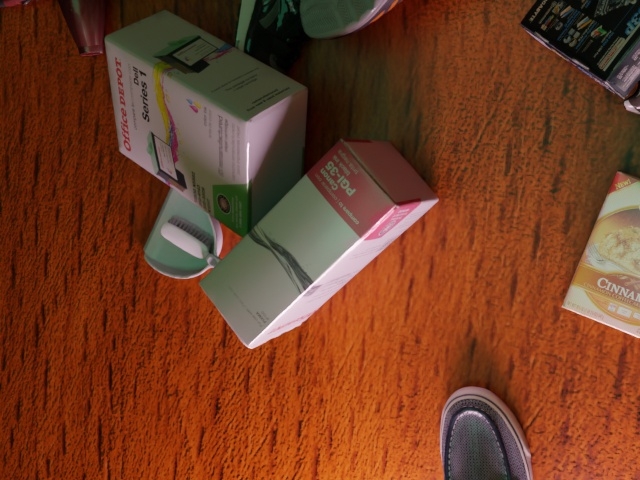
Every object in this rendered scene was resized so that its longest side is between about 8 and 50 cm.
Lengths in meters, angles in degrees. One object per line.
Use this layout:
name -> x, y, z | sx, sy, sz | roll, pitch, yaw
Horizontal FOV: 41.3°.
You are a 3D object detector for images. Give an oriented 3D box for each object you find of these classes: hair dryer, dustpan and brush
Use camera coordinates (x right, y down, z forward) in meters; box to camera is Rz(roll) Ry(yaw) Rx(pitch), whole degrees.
hair dryer -> -0.427, -0.408, 1.350 | 0.293, 0.080, 0.223 | 50, 126, 15
dustpan and brush -> -0.180, 0.014, 1.297 | 0.211, 0.060, 0.147 | 31, 106, 15

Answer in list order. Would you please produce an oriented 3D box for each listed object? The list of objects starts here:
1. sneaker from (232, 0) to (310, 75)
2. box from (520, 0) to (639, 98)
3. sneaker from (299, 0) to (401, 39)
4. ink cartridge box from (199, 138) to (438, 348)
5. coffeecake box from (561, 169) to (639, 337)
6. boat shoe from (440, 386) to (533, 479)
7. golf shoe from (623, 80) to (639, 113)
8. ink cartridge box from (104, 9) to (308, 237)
sneaker -> -0.045, -0.310, 1.187 | 0.124, 0.107, 0.283 | 7, 99, 14
box -> 0.365, -0.304, 1.008 | 0.220, 0.051, 0.175 | -54, 42, 17
sneaker -> 0.130, -0.340, 1.086 | 0.321, 0.180, 0.124 | -24, 72, 40
ink cartridge box -> 0.000, 0.000, 1.147 | 0.283, 0.207, 0.117 | -43, 80, 20
coffeecake box -> 0.408, 0.022, 1.069 | 0.142, 0.068, 0.185 | 22, 103, 18
boat shoe -> 0.222, 0.377, 1.134 | 0.127, 0.158, 0.340 | -12, 92, 22
golf shoe -> 0.411, -0.247, 1.031 | 0.094, 0.077, 0.198 | 3, 96, 21
ink cartridge box -> -0.158, -0.162, 1.165 | 0.278, 0.117, 0.201 | 33, 140, 27
